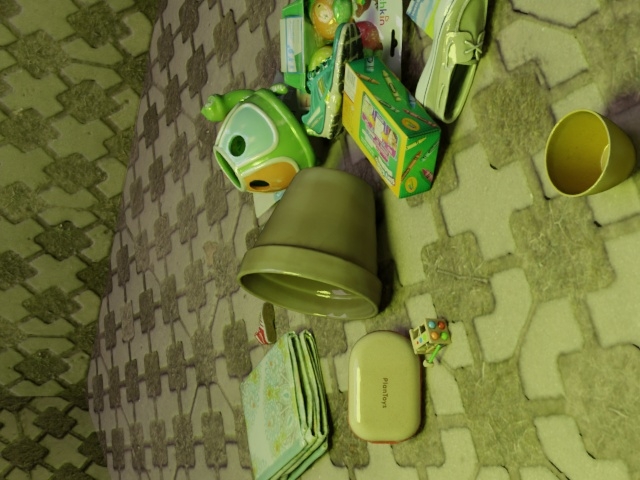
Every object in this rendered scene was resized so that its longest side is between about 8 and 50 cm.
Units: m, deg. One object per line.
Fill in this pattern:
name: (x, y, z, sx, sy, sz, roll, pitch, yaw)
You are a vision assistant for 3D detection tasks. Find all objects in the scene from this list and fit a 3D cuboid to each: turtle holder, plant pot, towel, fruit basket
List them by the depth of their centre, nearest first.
plant pot: (0.427, -0.130, 1.293, 0.134, 0.095, 0.134, -14, 74, 61)
plant pot: (0.000, 0.000, 1.890, 0.323, 0.323, 0.280, -22, 50, 59)
fruit basket: (0.051, -0.461, 1.959, 0.353, 0.165, 0.327, 15, 110, 51)
turtle holder: (-0.160, -0.266, 2.118, 0.320, 0.227, 0.243, 56, 167, -3)
towel: (-0.097, 0.448, 2.184, 0.374, 0.090, 0.320, -52, 40, 46)

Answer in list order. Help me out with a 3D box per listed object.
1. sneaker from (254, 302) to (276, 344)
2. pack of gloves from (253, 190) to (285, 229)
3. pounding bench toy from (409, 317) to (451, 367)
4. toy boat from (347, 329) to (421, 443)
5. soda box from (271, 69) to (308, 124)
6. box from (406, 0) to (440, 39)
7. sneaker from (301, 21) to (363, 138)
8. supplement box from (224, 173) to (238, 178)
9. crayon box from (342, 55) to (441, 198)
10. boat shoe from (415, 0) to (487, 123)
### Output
sneaker: (-0.159, 0.238, 2.373, 0.067, 0.042, 0.118, -30, 62, 53)
pack of gloves: (-0.094, -0.093, 2.323, 0.232, 0.046, 0.195, -33, 57, 43)
pounding bench toy: (0.223, 0.203, 1.663, 0.065, 0.052, 0.083, -47, 46, 48)
toy boat: (0.132, 0.303, 1.758, 0.151, 0.151, 0.231, 88, -176, -83)
soda box: (-0.114, -0.320, 2.327, 0.286, 0.091, 0.098, -65, 34, 32)
box: (0.248, -0.478, 1.735, 0.109, 0.042, 0.178, -66, 33, 29)
sneaker: (0.019, -0.358, 1.874, 0.110, 0.107, 0.275, 29, 125, 19)
supplement box: (-0.241, -0.305, 2.575, 0.080, 0.078, 0.233, -12, 76, 60)
crayon box: (0.142, -0.241, 1.767, 0.165, 0.081, 0.278, 93, 153, -47)
boat shoe: (0.274, -0.372, 1.632, 0.094, 0.109, 0.302, 47, 138, 38)
